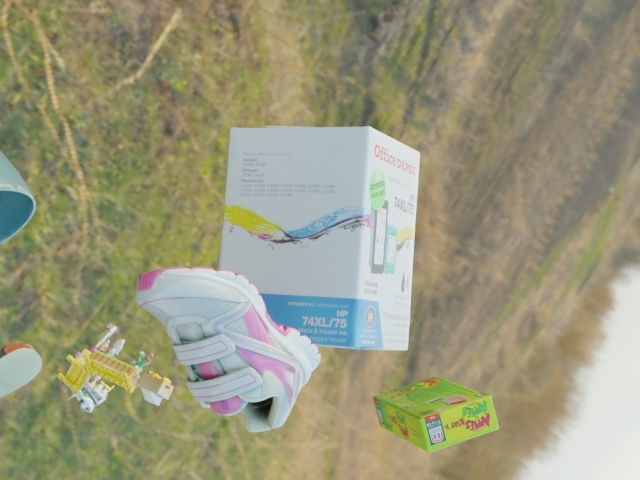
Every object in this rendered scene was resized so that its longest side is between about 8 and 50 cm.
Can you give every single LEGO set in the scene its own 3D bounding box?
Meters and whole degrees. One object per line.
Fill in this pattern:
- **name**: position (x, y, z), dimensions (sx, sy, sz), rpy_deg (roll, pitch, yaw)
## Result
- **LEGO set**: position (-0.343, 0.208, 1.889), dimensions (0.287, 0.132, 0.107), rpy_deg (-16, -154, 48)

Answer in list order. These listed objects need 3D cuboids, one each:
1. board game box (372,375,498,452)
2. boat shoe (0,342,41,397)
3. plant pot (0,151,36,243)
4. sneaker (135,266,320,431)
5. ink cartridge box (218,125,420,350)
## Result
- **board game box**: position (0.137, 0.211, 1.369), dimensions (0.092, 0.043, 0.181), rpy_deg (-15, -176, -14)
- **boat shoe**: position (-0.325, 0.135, 1.029), dimensions (0.137, 0.043, 0.049), rpy_deg (-28, 111, -23)
- **plant pot**: position (-0.607, -0.087, 1.688), dimensions (0.290, 0.195, 0.290), rpy_deg (-25, 168, -6)
- **sneaker**: position (-0.095, 0.116, 1.145), dimensions (0.103, 0.252, 0.111), rpy_deg (-16, -132, 37)
- **ink cartridge box**: position (0.000, 0.000, 1.436), dimensions (0.198, 0.197, 0.270), rpy_deg (13, 80, -65)
